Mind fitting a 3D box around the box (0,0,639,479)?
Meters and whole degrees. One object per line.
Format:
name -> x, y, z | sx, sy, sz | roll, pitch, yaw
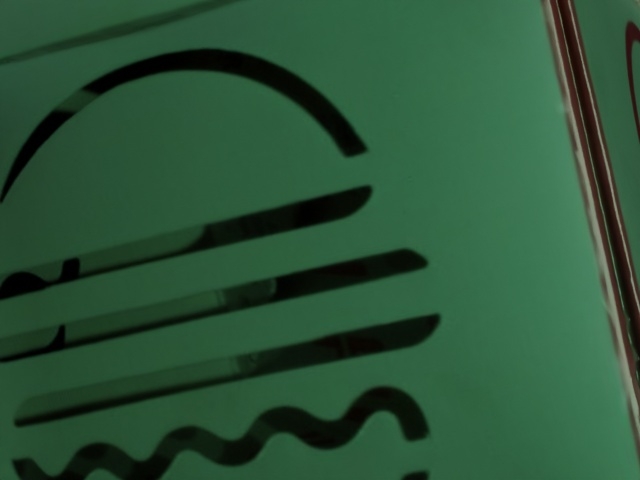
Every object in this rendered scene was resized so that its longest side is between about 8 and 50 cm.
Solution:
box -> 0.000, 0.000, 0.681 | 0.312, 0.314, 0.300 | 9, 70, -70
